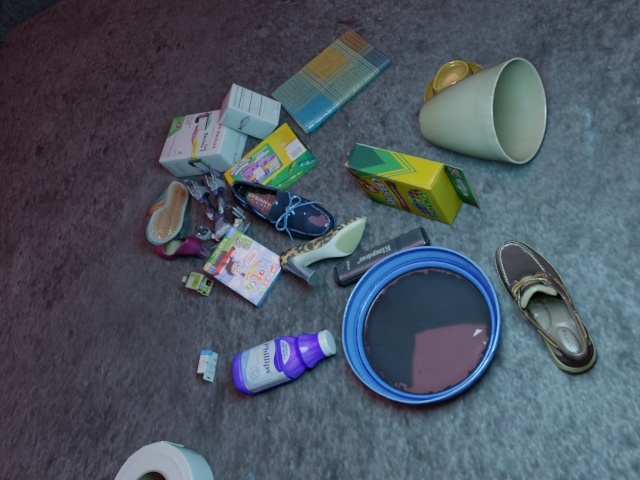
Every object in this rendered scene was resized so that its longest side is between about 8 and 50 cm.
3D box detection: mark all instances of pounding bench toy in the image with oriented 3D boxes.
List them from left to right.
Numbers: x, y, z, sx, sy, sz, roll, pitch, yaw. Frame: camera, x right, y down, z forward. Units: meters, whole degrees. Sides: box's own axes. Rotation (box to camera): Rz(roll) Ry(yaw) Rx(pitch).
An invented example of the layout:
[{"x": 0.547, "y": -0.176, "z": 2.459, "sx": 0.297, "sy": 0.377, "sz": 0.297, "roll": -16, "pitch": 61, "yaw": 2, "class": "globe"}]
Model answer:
[{"x": -0.388, "y": 0.136, "z": 1.757, "sx": 0.083, "sy": 0.065, "sz": 0.052, "roll": 9, "pitch": 70, "yaw": 33, "class": "pounding bench toy"}]

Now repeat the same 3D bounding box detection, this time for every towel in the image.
[{"x": 0.032, "y": -0.550, "z": 1.919, "sx": 0.370, "sy": 0.040, "sz": 0.271, "roll": -39, "pitch": 53, "yaw": 3, "class": "towel"}]

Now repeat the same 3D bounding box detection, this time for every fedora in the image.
[{"x": 0.389, "y": -0.466, "z": 1.642, "sx": 0.194, "sy": 0.079, "sz": 0.194, "roll": -14, "pitch": 59, "yaw": 23, "class": "fedora"}]

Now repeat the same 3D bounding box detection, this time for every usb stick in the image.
[{"x": 0.164, "y": 0.046, "z": 1.507, "sx": 0.278, "sy": 0.045, "sz": 0.077, "roll": -25, "pitch": 51, "yaw": 17, "class": "usb stick"}]

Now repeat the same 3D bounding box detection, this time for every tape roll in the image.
[{"x": -0.416, "y": 0.679, "z": 1.452, "sx": 0.286, "sy": 0.100, "sz": 0.286, "roll": -14, "pitch": 58, "yaw": 24, "class": "tape roll"}]

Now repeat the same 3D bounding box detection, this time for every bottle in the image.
[{"x": -0.097, "y": 0.315, "z": 1.476, "sx": 0.282, "sy": 0.092, "sz": 0.118, "roll": -23, "pitch": 54, "yaw": 17, "class": "bottle"}]

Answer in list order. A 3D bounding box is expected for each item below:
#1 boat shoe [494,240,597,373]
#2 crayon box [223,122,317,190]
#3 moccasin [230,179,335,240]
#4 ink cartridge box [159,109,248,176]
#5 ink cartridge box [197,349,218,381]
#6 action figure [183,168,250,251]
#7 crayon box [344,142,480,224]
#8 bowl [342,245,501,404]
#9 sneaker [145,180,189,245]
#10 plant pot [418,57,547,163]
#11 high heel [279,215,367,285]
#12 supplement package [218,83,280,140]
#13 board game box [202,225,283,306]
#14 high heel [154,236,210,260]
[{"x": 0.487, "y": 0.123, "z": 1.232, "sx": 0.123, "sy": 0.123, "sz": 0.342, "roll": -27, "pitch": 54, "yaw": 14, "class": "boat shoe"}, {"x": -0.167, "y": -0.236, "z": 1.827, "sx": 0.278, "sy": 0.081, "sz": 0.165, "roll": -39, "pitch": 52, "yaw": 6, "class": "crayon box"}, {"x": -0.126, "y": -0.087, "z": 1.657, "sx": 0.342, "sy": 0.117, "sz": 0.138, "roll": 18, "pitch": 84, "yaw": 18, "class": "moccasin"}, {"x": -0.417, "y": -0.350, "z": 2.009, "sx": 0.278, "sy": 0.117, "sz": 0.201, "roll": -2, "pitch": 63, "yaw": 28, "class": "ink cartridge box"}, {"x": -0.327, "y": 0.363, "z": 1.608, "sx": 0.028, "sy": 0.048, "sz": 0.083, "roll": -8, "pitch": 60, "yaw": 26, "class": "ink cartridge box"}, {"x": -0.333, "y": -0.086, "z": 1.796, "sx": 0.185, "sy": 0.099, "sz": 0.285, "roll": -31, "pitch": 72, "yaw": 15, "class": "action figure"}, {"x": 0.241, "y": -0.144, "z": 1.469, "sx": 0.318, "sy": 0.202, "sz": 0.081, "roll": 20, "pitch": 76, "yaw": 37, "class": "crayon box"}, {"x": 0.243, "y": 0.205, "z": 1.356, "sx": 0.391, "sy": 0.077, "sz": 0.391, "roll": -14, "pitch": 58, "yaw": 23, "class": "bowl"}, {"x": -0.542, "y": -0.074, "z": 1.921, "sx": 0.121, "sy": 0.108, "sz": 0.302, "roll": -35, "pitch": 28, "yaw": 31, "class": "sneaker"}, {"x": 0.407, "y": -0.328, "z": 1.475, "sx": 0.274, "sy": 0.256, "sz": 0.256, "roll": 7, "pitch": 67, "yaw": 50, "class": "plant pot"}, {"x": 0.000, "y": 0.000, "z": 1.589, "sx": 0.261, "sy": 0.093, "sz": 0.186, "roll": -45, "pitch": 38, "yaw": -14, "class": "high heel"}, {"x": -0.241, "y": -0.435, "z": 1.901, "sx": 0.105, "sy": 0.179, "sz": 0.105, "roll": -39, "pitch": 40, "yaw": 54, "class": "supplement package"}, {"x": -0.226, "y": 0.077, "z": 1.675, "sx": 0.211, "sy": 0.039, "sz": 0.160, "roll": 31, "pitch": 81, "yaw": 17, "class": "board game box"}, {"x": -0.487, "y": 0.016, "z": 1.846, "sx": 0.244, "sy": 0.117, "sz": 0.082, "roll": 11, "pitch": 70, "yaw": 33, "class": "high heel"}]
